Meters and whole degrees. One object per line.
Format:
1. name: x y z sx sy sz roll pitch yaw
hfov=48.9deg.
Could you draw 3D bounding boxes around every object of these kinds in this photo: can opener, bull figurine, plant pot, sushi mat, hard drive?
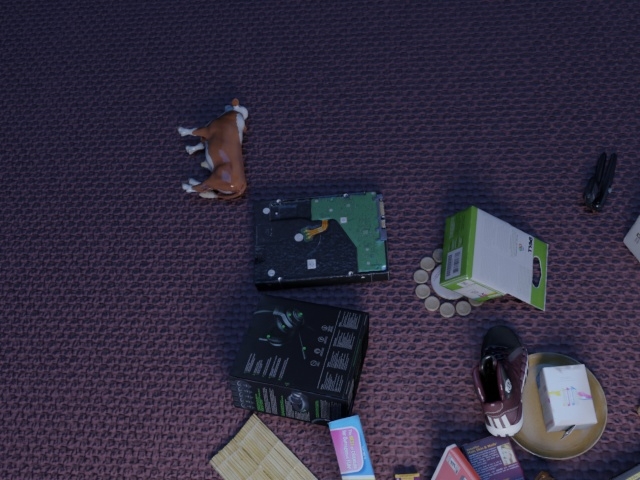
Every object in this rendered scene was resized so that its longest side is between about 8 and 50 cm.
1. can opener: 0.711 -0.152 1.774 0.059 0.073 0.186 21 60 24
2. bull figurine: -0.283 -0.250 1.923 0.188 0.101 0.310 -11 62 6
3. plant pot: 0.514 0.369 1.572 0.236 0.032 0.236 -3 64 6
4. sushi mat: -0.095 0.551 1.571 0.151 0.019 0.316 -43 68 -14
5. hard drive: 0.000 0.000 1.790 0.339 0.064 0.237 -6 65 5

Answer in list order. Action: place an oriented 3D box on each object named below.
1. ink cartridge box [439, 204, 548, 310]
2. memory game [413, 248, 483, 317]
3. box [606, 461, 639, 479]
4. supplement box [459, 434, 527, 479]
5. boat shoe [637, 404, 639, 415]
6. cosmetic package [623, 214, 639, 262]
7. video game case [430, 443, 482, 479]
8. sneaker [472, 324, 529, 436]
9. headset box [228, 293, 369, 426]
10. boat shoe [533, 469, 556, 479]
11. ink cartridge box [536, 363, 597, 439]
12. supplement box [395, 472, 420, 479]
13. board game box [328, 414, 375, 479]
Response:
1. ink cartridge box: 0.421 0.057 1.691 0.255 0.097 0.189 24 62 -25
2. memory game: 0.321 0.102 1.730 0.186 0.012 0.186 -3 65 6
3. box: 0.590 0.636 1.347 0.395 0.097 0.318 -19 65 -21
4. supplement box: 0.379 0.514 1.494 0.104 0.081 0.188 -18 65 -2
5. boat shoe: 0.816 0.452 1.455 0.110 0.121 0.341 -38 56 -5
6. cosmetic package: 0.930 0.094 1.573 0.230 0.161 0.453 -27 65 -6
7. video game case: 0.312 0.571 1.382 0.025 0.204 0.285 -14 46 -28
8. sneaker: 0.386 0.265 1.524 0.106 0.162 0.281 -13 41 21
9. headset box: -0.051 0.268 1.593 0.283 0.131 0.246 9 45 10
10. boat shoe: 0.402 0.526 1.409 0.178 0.064 0.060 -30 61 -15
11. ink cartridge box: 0.527 0.349 1.511 0.090 0.092 0.143 -6 66 4
12. supplement box: 0.191 0.549 1.523 0.055 0.043 0.083 -6 65 4
13. board game box: 0.092 0.538 1.432 0.064 0.242 0.316 -15 65 -1
